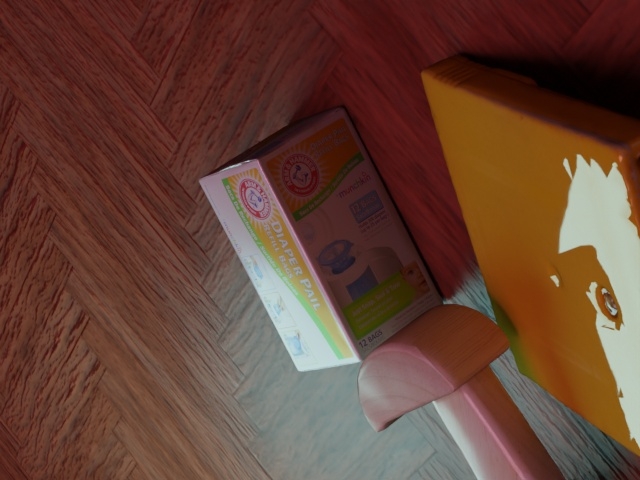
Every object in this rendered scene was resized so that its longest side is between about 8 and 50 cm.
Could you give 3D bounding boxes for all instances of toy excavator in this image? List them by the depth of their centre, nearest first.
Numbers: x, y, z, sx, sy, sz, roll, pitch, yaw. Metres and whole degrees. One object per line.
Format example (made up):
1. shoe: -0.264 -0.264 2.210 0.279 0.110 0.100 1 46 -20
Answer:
1. toy excavator: 0.184 0.317 1.616 0.433 0.222 0.445 41 139 20

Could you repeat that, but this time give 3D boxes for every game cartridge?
1. game cartridge: 0.196 0.017 1.401 0.324 0.053 0.285 37 148 64

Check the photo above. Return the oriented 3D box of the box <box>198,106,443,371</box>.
1. box: 0.000 0.000 1.664 0.103 0.114 0.203 -15 104 55
